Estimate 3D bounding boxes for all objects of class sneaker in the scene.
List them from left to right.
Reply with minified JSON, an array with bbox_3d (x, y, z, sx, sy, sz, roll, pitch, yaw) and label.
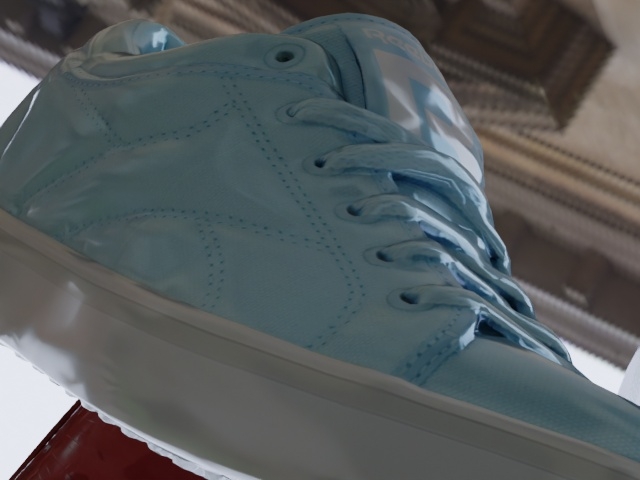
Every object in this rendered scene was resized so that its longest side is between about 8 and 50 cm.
[{"bbox_3d":[0.000,0.000,0.544,0.366,0.135,0.150,24,-98,49],"label":"sneaker"}]

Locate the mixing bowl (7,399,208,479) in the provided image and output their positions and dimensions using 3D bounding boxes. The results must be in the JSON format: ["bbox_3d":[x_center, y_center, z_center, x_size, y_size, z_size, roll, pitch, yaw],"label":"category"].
[{"bbox_3d":[-0.082,0.116,0.842,0.098,0.181,0.181,41,-98,-5],"label":"mixing bowl"}]

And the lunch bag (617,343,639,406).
[{"bbox_3d":[0.377,0.120,1.041,0.385,0.328,0.239,22,-141,1],"label":"lunch bag"}]
